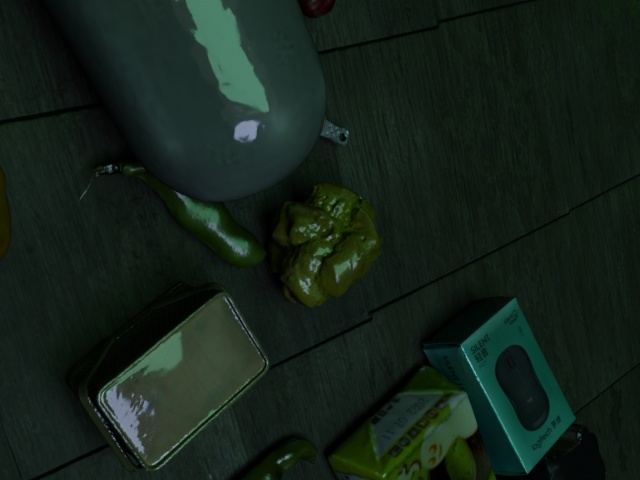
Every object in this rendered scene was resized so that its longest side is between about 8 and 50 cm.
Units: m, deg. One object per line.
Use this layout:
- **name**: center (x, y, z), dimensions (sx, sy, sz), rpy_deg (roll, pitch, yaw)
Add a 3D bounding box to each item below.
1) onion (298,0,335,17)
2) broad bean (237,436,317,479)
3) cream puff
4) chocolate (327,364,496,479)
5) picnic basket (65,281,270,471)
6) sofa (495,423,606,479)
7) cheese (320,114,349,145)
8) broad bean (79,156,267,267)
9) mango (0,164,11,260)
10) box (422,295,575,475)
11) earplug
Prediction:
- **onion**: center (-0.011, -0.432, 1.227), dimensions (0.107, 0.097, 0.107), rpy_deg (14, 73, -55)
- **broad bean**: center (-0.088, 0.401, 1.249), dimensions (0.214, 0.048, 0.070), rpy_deg (-22, 105, -37)
- **cream puff**: center (0.003, -0.001, 1.220), dimensions (0.221, 0.195, 0.194), rpy_deg (-49, 119, -29)
- **chocolate**: center (0.196, 0.451, 1.409), dimensions (0.289, 0.137, 0.301), rpy_deg (-35, 114, -30)
- **picnic basket**: center (-0.224, 0.196, 1.077), dimensions (0.267, 0.139, 0.165), rpy_deg (-41, 115, -28)
- **sofa**: center (0.503, 0.526, 1.621), dimensions (0.182, 0.200, 0.258), rpy_deg (-15, 100, -45)
- **cheese**: center (-0.018, -0.212, 1.262), dimensions (0.171, 0.047, 0.092), rpy_deg (-3, 97, -36)
- **broad bean**: center (-0.209, -0.042, 1.130), dimensions (0.318, 0.056, 0.098), rpy_deg (26, 84, -30)
- **mango**: center (-0.455, -0.033, 0.925), dimensions (0.111, 0.089, 0.163), rpy_deg (-8, 88, -48)
- **box**: center (0.372, 0.295, 1.496), dimensions (0.205, 0.118, 0.311), rpy_deg (-31, 96, -37)
- **earplug**: center (-0.157, -0.253, 0.995), dimensions (0.312, 0.313, 0.394), rpy_deg (-40, 116, -28)
